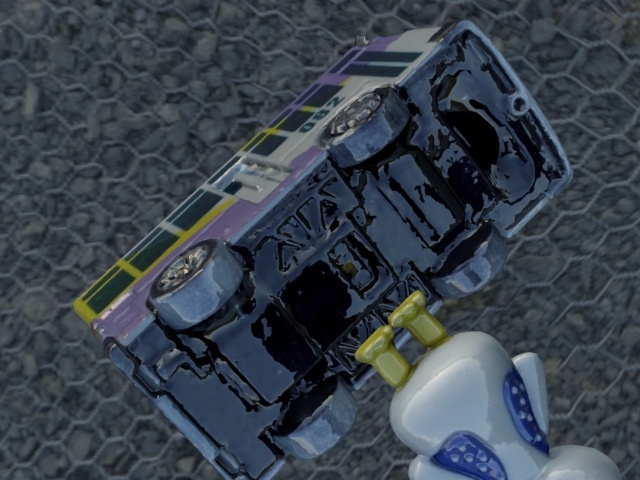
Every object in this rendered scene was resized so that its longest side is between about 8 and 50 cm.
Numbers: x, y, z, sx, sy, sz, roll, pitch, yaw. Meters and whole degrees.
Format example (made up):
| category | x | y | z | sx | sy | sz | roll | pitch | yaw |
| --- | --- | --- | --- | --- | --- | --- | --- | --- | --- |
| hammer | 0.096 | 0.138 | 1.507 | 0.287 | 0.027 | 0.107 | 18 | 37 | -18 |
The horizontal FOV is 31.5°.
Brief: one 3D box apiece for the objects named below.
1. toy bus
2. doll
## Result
| category | x | y | z | sx | sy | sz | roll | pitch | yaw |
| --- | --- | --- | --- | --- | --- | --- | --- | --- | --- |
| toy bus | 0.000 | 0.000 | 1.088 | 0.440 | 0.249 | 0.209 | -44 | 112 | -11 |
| doll | 0.146 | 0.168 | 0.858 | 0.138 | 0.119 | 0.293 | -43 | 97 | -16 |
